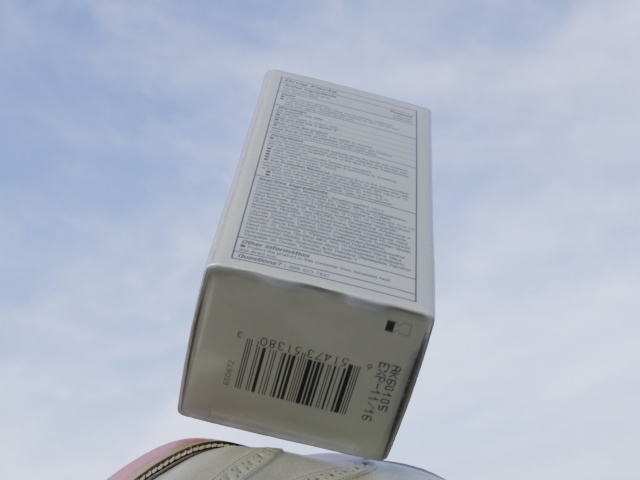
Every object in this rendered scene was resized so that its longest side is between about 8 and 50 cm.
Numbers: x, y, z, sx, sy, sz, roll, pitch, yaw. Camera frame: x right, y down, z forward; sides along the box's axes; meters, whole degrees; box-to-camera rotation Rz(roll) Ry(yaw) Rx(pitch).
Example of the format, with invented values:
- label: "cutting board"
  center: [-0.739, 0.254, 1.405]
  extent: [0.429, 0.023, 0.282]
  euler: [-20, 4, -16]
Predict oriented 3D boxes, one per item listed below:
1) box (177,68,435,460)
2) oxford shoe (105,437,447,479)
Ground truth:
- label: "box"
  center: [0.000, 0.000, 0.820]
  extent: [0.148, 0.311, 0.121]
  euler: [14, -60, -2]
- label: "oxford shoe"
  center: [-0.001, 0.187, 0.678]
  extent: [0.146, 0.141, 0.397]
  euler: [-2, -3, 30]
